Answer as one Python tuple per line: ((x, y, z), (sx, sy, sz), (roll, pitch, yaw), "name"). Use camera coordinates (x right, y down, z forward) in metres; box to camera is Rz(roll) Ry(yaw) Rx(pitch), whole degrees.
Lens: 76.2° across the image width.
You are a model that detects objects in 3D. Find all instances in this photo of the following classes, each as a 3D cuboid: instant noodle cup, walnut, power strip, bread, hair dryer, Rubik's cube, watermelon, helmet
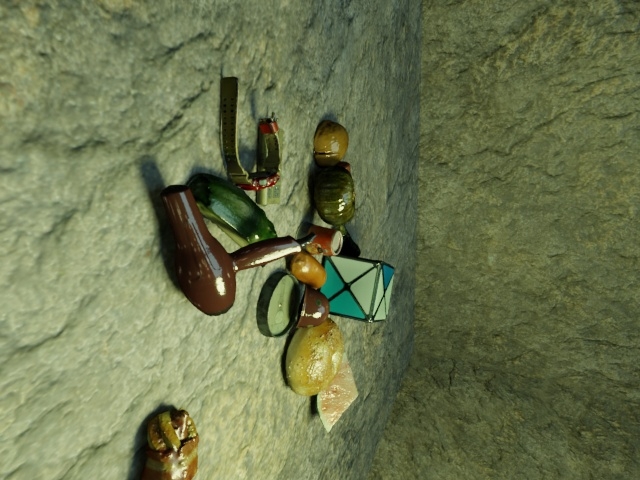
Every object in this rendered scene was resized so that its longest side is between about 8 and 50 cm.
((-0.001, 0.001, 1.428), (0.127, 0.135, 0.127), (-30, 124, -59), "instant noodle cup")
((0.054, -0.357, 1.499), (0.211, 0.086, 0.167), (-57, 141, -44), "walnut")
((-0.143, -0.229, 1.168), (0.092, 0.034, 0.268), (-16, 112, -63), "power strip")
((-0.011, 0.426, 1.513), (0.305, 0.158, 0.306), (8, 90, -67), "bread")
((-0.164, -0.005, 0.926), (0.340, 0.123, 0.313), (-19, 122, -22), "hair dryer")
((0.147, 0.192, 1.678), (0.250, 0.248, 0.247), (20, 78, -66), "Rubik's cube")
((0.058, 0.656, 1.738), (0.260, 0.176, 0.256), (-33, 121, -31), "watermelon")
((-0.023, 0.240, 1.415), (0.175, 0.106, 0.155), (117, -15, -63), "helmet")

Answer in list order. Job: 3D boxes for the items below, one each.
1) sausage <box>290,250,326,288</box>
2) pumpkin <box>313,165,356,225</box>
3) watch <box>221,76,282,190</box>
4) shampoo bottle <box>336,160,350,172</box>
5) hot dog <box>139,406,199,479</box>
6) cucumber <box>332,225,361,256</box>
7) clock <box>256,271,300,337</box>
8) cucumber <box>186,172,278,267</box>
((-0.040, 0.105, 1.433), (0.238, 0.098, 0.098), (49, 53, -61), "sausage")
((0.050, -0.160, 1.469), (0.223, 0.157, 0.224), (-2, 90, -76), "pumpkin")
((-0.172, -0.261, 1.034), (0.164, 0.102, 0.269), (-15, 108, -54), "watch")
((0.084, -0.190, 1.625), (0.085, 0.085, 0.244), (-51, 144, -48), "shampoo bottle")
((-0.326, 0.485, 0.910), (0.146, 0.103, 0.213), (1, 95, -65), "hot dog")
((0.118, 0.021, 1.770), (0.303, 0.072, 0.081), (49, 53, -60), "cucumber")
((-0.131, 0.209, 1.323), (0.215, 0.041, 0.215), (8, 90, -66), "clock")
((-0.201, -0.061, 1.022), (0.325, 0.105, 0.145), (51, 53, -55), "cucumber")
